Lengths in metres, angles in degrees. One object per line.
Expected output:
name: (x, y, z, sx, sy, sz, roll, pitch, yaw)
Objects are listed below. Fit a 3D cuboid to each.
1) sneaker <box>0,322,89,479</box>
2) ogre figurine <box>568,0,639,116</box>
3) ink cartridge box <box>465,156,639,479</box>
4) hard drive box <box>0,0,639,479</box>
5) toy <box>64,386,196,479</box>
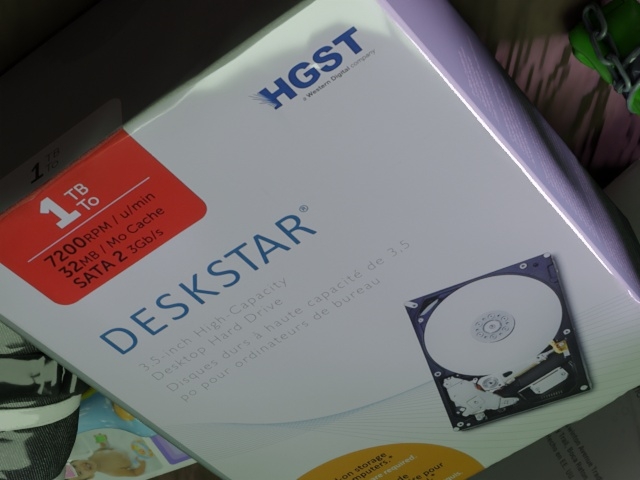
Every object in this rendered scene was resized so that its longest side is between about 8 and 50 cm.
sneaker: (-0.195, 0.028, 0.546, 0.216, 0.079, 0.121, 14, 110, -17)
ogre figurine: (0.211, -0.072, 0.535, 0.197, 0.118, 0.097, -10, 154, -13)
ink cartridge box: (0.148, 0.064, 0.613, 0.203, 0.148, 0.086, -42, 137, 20)
hard drive box: (0.000, 0.000, 0.528, 0.181, 0.089, 0.232, -33, 128, 19)
toy: (-0.163, 0.109, 0.649, 0.237, 0.056, 0.137, -24, 130, 6)
